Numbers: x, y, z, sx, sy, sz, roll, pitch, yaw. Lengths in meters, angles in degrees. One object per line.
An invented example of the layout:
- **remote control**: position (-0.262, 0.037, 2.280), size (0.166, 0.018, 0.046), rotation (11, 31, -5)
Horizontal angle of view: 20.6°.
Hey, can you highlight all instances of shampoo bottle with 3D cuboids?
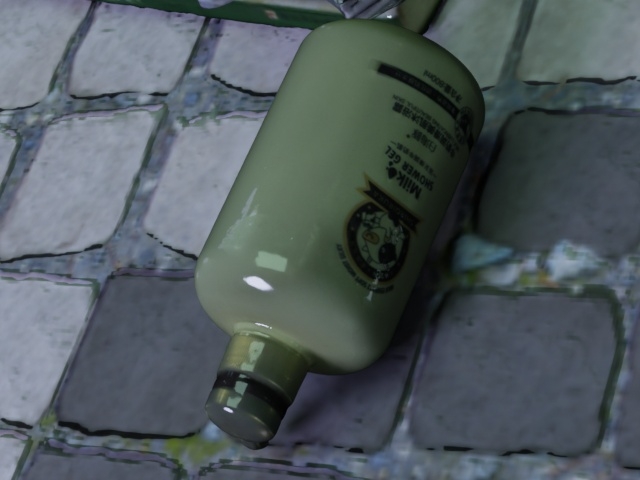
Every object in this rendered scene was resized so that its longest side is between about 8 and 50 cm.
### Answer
- **shampoo bottle**: position (0.000, 0.000, 0.659), size (0.079, 0.079, 0.162), rotation (7, 62, 37)

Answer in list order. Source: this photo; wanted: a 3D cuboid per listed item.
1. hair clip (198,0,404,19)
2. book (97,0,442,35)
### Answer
- **hair clip**: position (-0.016, -0.147, 0.766), size (0.116, 0.049, 0.172), rotation (-31, 40, -6)
- **book**: position (-0.049, -0.228, 0.889), size (0.371, 0.043, 0.260), rotation (12, 66, 38)
